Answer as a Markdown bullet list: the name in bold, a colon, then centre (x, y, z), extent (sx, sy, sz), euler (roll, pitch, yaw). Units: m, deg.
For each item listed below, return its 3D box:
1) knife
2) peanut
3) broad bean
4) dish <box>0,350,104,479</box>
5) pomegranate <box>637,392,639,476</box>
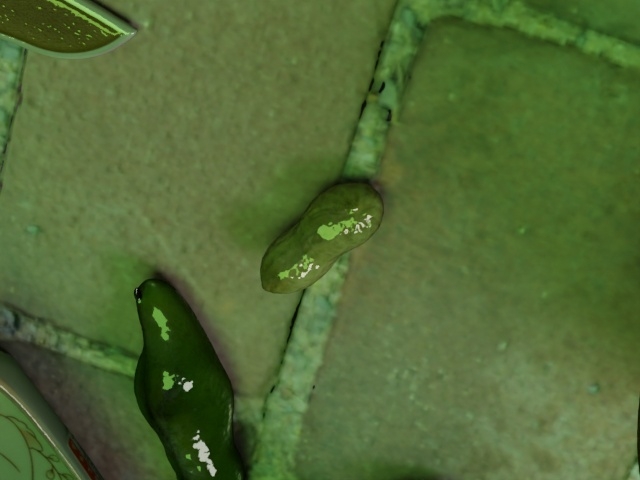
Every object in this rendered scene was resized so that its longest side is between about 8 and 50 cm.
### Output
- **knife**: centre (-0.217, -0.145, 0.872), extent (0.256, 0.022, 0.046), euler (21, 117, 2)
- **peanut**: centre (0.000, 0.000, 0.889), extent (0.037, 0.037, 0.083), euler (39, 112, -9)
- **broad bean**: centre (-0.074, 0.113, 0.966), extent (0.061, 0.046, 0.195), euler (5, 121, 9)
- **dish**: centre (-0.193, 0.155, 1.001), extent (0.151, 0.077, 0.212), euler (-23, 110, 23)
- **pomegranate**: centre (0.271, 0.087, 0.733), extent (0.281, 0.281, 0.281), euler (6, 120, 11)
